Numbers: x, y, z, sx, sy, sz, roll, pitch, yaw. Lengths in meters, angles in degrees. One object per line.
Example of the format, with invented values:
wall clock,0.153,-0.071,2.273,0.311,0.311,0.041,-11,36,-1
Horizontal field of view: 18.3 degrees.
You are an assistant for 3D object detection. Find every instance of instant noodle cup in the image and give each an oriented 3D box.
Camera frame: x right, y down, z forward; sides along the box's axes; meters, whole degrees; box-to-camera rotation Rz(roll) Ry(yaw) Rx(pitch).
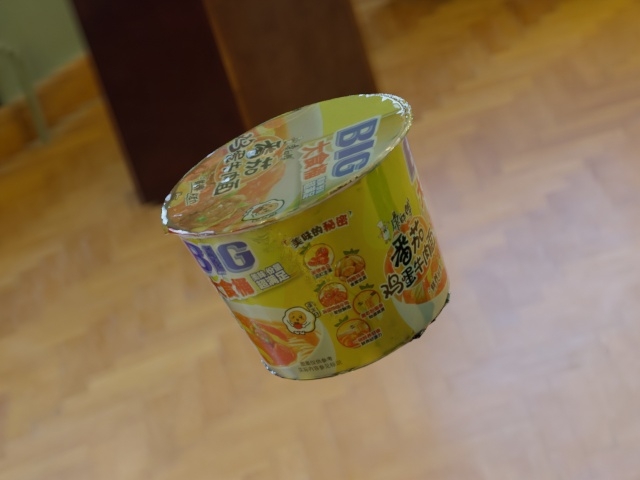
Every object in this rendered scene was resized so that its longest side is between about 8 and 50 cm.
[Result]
instant noodle cup,0.000,0.000,1.501,0.205,0.153,0.205,-20,25,10
